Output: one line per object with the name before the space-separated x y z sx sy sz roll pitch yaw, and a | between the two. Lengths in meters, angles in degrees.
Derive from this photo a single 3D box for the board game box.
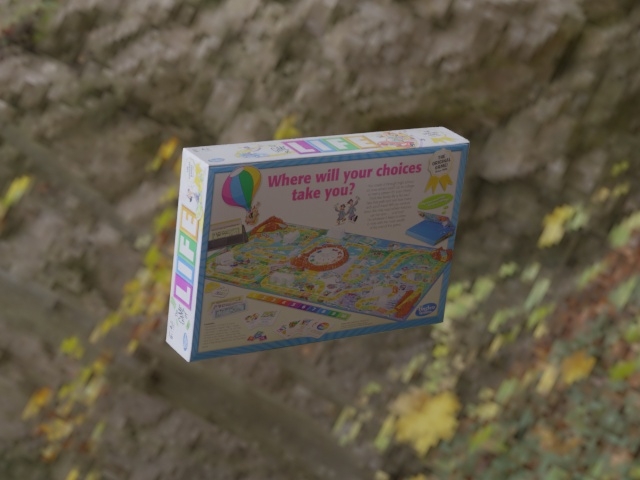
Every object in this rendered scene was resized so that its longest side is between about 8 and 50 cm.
board game box | 0.000 0.000 0.873 0.154 0.026 0.103 -6 -65 -32
